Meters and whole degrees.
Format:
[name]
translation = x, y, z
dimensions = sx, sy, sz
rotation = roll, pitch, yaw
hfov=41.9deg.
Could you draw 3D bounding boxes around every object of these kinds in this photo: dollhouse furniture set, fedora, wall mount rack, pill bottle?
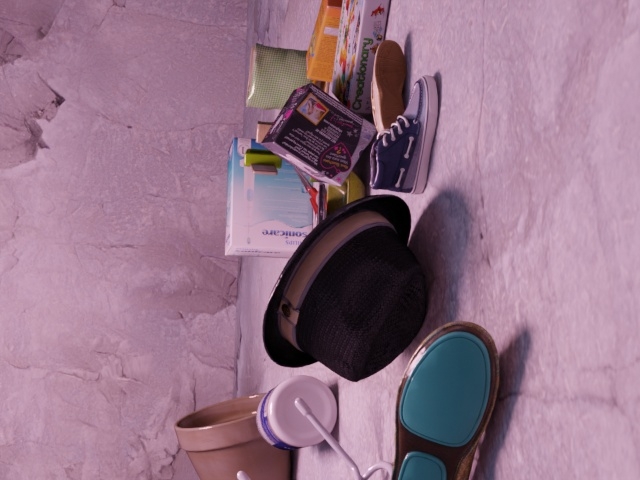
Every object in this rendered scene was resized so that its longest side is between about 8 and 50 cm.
[dollhouse furniture set]
translation = -0.077, -0.311, 2.034
dimensions = 0.151, 0.197, 0.301
rotation = -115, 30, -67
[fedora]
translation = 0.068, 0.098, 1.291
dimensions = 0.152, 0.334, 0.334
rotation = 41, 136, 30
[wall mount rack]
translation = -0.024, 0.467, 1.461
dimensions = 0.350, 0.130, 0.304
rotation = -53, 27, 19
[pill bottle]
translation = -0.063, 0.395, 1.895
dimensions = 0.264, 0.153, 0.153
rotation = 129, 143, -70

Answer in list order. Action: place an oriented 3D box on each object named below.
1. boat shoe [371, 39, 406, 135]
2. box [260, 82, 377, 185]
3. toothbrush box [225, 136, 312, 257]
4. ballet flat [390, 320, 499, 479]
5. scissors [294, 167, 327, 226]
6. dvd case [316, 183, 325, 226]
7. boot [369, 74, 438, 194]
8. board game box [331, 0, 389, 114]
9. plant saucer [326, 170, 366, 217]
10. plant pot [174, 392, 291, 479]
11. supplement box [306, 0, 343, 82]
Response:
[boat shoe]
translation = 0.113, -0.264, 1.470
dimensions = 0.059, 0.063, 0.170
rotation = 162, 110, -70
[box]
translation = -0.009, -0.207, 1.681
dimensions = 0.142, 0.163, 0.247
rotation = -57, 12, 1
[toothbrush box]
translation = -0.136, -0.108, 2.209
dimensions = 0.126, 0.216, 0.295
rotation = 134, 136, -71
[ballet flat]
translation = 0.155, 0.246, 1.080
dimensions = 0.123, 0.123, 0.348
rotation = -117, 34, -66
[scissors]
translation = -0.018, -0.125, 2.047
dimensions = 0.109, 0.021, 0.297
rotation = 99, 160, -44
[dvd case]
translation = 0.000, 0.000, 1.794
dimensions = 0.221, 0.018, 0.164
rotation = 95, 177, -68
[boot]
translation = 0.129, -0.167, 1.318
dimensions = 0.069, 0.086, 0.190
rotation = -133, 48, -73
[board game box]
translation = 0.081, -0.425, 1.679
dimensions = 0.193, 0.053, 0.305
rotation = -116, 31, -66
[plant saucer]
translation = 0.053, -0.041, 1.727
dimensions = 0.188, 0.045, 0.188
rotation = 162, 111, -77
[plant pot]
translation = -0.203, 0.584, 2.235
dimensions = 0.323, 0.323, 0.280
rotation = 165, 92, -77
[supplement box]
translation = 0.025, -0.462, 1.889
dimensions = 0.233, 0.080, 0.078
rotation = 109, 163, -56
